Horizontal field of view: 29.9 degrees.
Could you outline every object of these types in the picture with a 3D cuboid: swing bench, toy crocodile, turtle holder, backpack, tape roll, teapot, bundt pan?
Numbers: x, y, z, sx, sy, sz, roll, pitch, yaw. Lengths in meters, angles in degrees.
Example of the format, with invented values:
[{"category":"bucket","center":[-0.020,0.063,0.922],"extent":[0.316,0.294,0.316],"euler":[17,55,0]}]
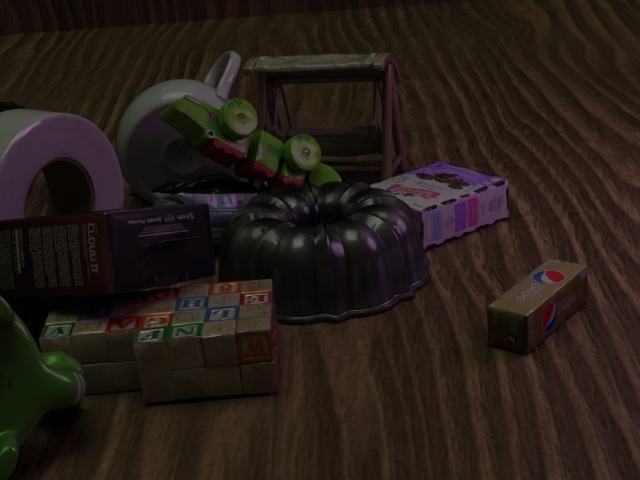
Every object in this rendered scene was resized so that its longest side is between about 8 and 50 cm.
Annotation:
[{"category":"swing bench","center":[0.014,-0.224,2.177],"extent":[0.253,0.254,0.165],"euler":[1,23,15]},{"category":"toy crocodile","center":[-0.112,-0.146,2.014],"extent":[0.340,0.105,0.115],"euler":[26,-28,-28]},{"category":"turtle holder","center":[-0.436,0.151,1.375],"extent":[0.320,0.243,0.227],"euler":[-30,14,-30]},{"category":"backpack","center":[-0.185,-0.048,1.961],"extent":[0.182,0.115,0.152],"euler":[-4,-1,-32]},{"category":"tape roll","center":[-0.428,-0.055,1.820],"extent":[0.100,0.286,0.286],"euler":[8,26,31]},{"category":"teapot","center":[-0.247,-0.192,2.156],"extent":[0.256,0.252,0.187],"euler":[-11,29,-3]},{"category":"bundt pan","center":[0.000,0.000,1.803],"extent":[0.331,0.124,0.331],"euler":[-4,21,2]}]

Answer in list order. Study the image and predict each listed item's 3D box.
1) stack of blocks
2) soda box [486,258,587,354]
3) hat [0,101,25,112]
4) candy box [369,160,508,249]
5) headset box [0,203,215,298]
[{"category":"stack of blocks","center":[-0.205,0.133,1.560],"extent":[0.297,0.087,0.171],"euler":[-5,21,1]},{"category":"soda box","center":[0.293,0.086,1.610],"extent":[0.061,0.058,0.181],"euler":[12,27,35]},{"category":"hat","center":[-0.684,-0.133,2.270],"extent":[0.331,0.134,0.331],"euler":[-21,24,10]},{"category":"candy box","center":[0.185,-0.061,1.981],"extent":[0.196,0.070,0.165],"euler":[-20,26,-34]},{"category":"headset box","center":[-0.303,0.014,1.653],"extent":[0.293,0.110,0.218],"euler":[-4,3,33]}]
